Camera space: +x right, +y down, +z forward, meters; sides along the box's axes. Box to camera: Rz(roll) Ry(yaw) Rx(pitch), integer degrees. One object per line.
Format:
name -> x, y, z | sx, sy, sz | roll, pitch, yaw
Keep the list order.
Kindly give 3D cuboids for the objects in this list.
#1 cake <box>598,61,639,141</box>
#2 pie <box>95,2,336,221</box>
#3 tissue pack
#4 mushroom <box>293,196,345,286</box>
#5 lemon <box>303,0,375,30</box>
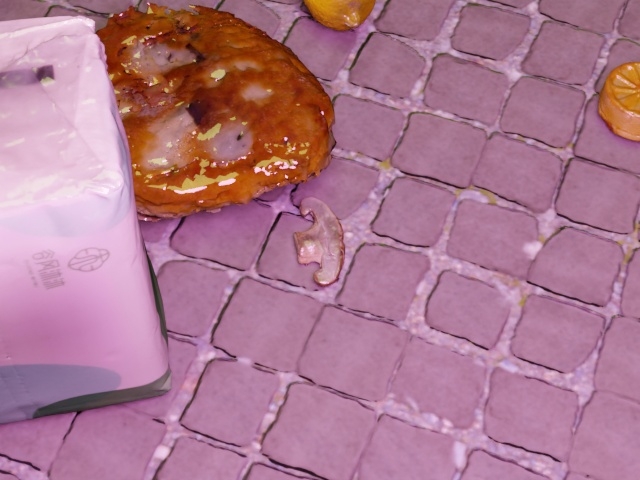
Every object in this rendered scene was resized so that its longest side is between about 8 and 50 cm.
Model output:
cake -> 0.322, -0.140, 1.291 | 0.084, 0.044, 0.084 | 0, 57, -1
pie -> -0.137, -0.124, 1.264 | 0.308, 0.085, 0.308 | -2, 53, 3
tissue pack -> -0.271, 0.008, 1.022 | 0.266, 0.356, 0.194 | -9, 60, -6
mushroom -> 0.000, 0.000, 1.219 | 0.049, 0.019, 0.101 | -11, 57, -5
lemon -> 0.019, -0.268, 1.358 | 0.082, 0.082, 0.110 | -23, 58, -14
